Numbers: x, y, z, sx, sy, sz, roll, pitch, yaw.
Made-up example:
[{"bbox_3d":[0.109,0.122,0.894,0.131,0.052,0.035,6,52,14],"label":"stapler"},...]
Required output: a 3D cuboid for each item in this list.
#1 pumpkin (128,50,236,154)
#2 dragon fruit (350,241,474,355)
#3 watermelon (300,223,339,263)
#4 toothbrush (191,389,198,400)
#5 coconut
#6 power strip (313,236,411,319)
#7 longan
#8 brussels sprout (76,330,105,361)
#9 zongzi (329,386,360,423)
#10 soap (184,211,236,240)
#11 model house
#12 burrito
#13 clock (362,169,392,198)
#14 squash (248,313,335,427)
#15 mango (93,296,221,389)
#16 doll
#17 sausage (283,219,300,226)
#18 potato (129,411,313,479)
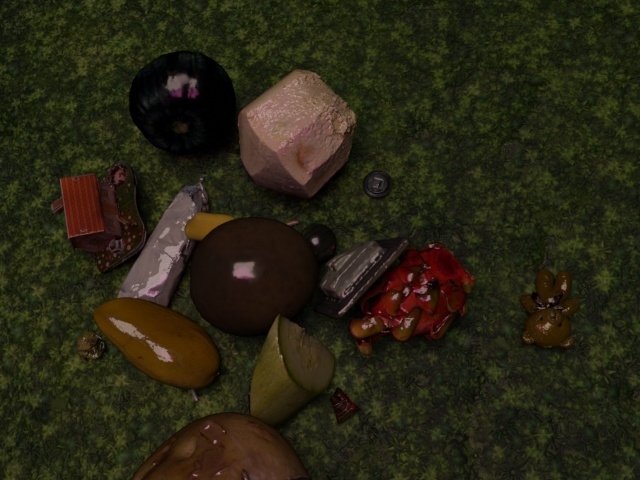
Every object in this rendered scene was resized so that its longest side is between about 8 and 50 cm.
[{"bbox_3d":[-0.383,-0.392,1.692,0.315,0.315,0.238,-11,59,3],"label":"pumpkin"},{"bbox_3d":[0.219,0.137,1.457,0.307,0.243,0.227,-6,27,-14],"label":"dragon fruit"},{"bbox_3d":[0.000,0.000,1.597,0.105,0.105,0.133,41,71,19],"label":"watermelon"},{"bbox_3d":[-0.355,0.347,1.560,0.017,0.014,0.162,-33,68,8],"label":"toothbrush"},{"bbox_3d":[-0.076,-0.270,1.611,0.297,0.297,0.309,41,79,19],"label":"coconut"},{"bbox_3d":[0.079,0.074,1.479,0.251,0.257,0.092,-41,97,-12],"label":"power strip"},{"bbox_3d":[-0.167,0.087,1.489,0.319,0.319,0.319,-3,69,7],"label":"longan"},{"bbox_3d":[-0.613,0.280,1.600,0.085,0.058,0.085,1,79,-7],"label":"brussels sprout"},{"bbox_3d":[0.044,0.394,1.457,0.067,0.073,0.083,-35,67,14],"label":"zongzi"},{"bbox_3d":[-0.295,-0.035,1.635,0.033,0.168,0.089,-3,76,54],"label":"soap"},{"bbox_3d":[-0.619,-0.085,1.650,0.207,0.154,0.294,-30,64,24],"label":"model house"},{"bbox_3d":[-0.407,0.008,1.649,0.139,0.101,0.445,20,73,19],"label":"burrito"},{"bbox_3d":[0.160,-0.157,1.680,0.085,0.017,0.085,-3,69,7],"label":"clock"},{"bbox_3d":[-0.091,0.327,1.436,0.155,0.237,0.204,-22,43,32],"label":"squash"},{"bbox_3d":[-0.394,0.249,1.503,0.332,0.195,0.142,37,113,7],"label":"mango"},{"bbox_3d":[0.561,0.160,1.466,0.137,0.097,0.209,5,65,16],"label":"doll"},{"bbox_3d":[-0.105,-0.040,1.673,0.100,0.015,0.015,-16,68,2],"label":"sausage"},{"bbox_3d":[-0.263,0.553,1.280,0.442,0.385,0.319,-36,54,-19],"label":"potato"}]
